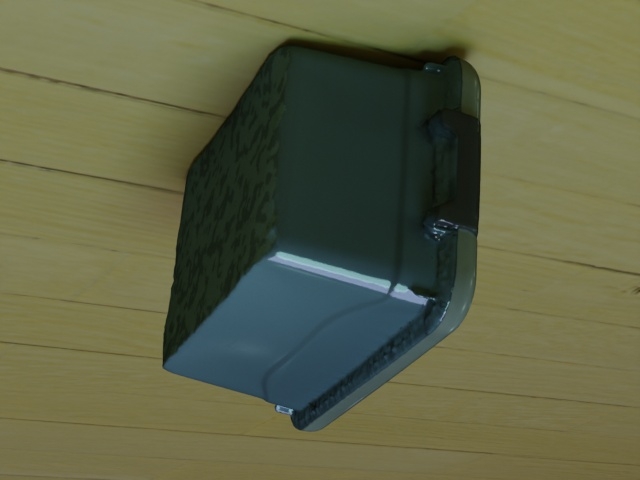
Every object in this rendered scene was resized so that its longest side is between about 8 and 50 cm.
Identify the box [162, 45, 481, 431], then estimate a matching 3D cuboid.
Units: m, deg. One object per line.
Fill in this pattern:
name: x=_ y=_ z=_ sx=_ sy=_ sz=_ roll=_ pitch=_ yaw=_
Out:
box: x=0.000 y=0.000 z=0.799 sx=0.130 sy=0.162 sz=0.227 roll=14 pitch=152 yaw=-17
